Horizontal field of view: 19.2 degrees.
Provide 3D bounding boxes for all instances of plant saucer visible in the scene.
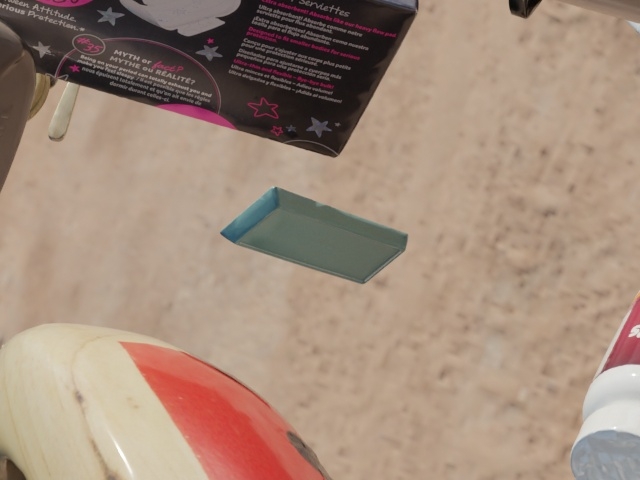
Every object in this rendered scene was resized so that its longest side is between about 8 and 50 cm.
[{"bbox_3d":[0.000,0.000,1.612,0.067,0.192,0.018,-40,58,24],"label":"plant saucer"}]

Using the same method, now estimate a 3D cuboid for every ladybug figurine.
[{"bbox_3d":[-0.056,0.222,1.015,0.305,0.162,0.449,98,151,-43],"label":"ladybug figurine"}]

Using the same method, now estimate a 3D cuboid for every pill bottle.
[{"bbox_3d":[0.306,0.137,1.696,0.121,0.121,0.221,-34,14,43],"label":"pill bottle"}]

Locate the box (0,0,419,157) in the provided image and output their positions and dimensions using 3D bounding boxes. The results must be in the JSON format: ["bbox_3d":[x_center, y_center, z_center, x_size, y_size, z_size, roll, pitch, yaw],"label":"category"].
[{"bbox_3d":[-0.075,-0.182,1.146,0.142,0.247,0.163,122,159,-47],"label":"box"}]

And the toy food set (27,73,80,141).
[{"bbox_3d":[-0.318,-0.152,1.806,0.038,0.192,0.132,101,-175,-60],"label":"toy food set"}]

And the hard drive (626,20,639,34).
[{"bbox_3d":[0.498,-0.163,2.019,0.353,0.233,0.047,-119,42,-53],"label":"hard drive"}]

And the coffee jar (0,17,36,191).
[{"bbox_3d":[-0.178,-0.063,0.688,0.184,0.079,0.096,29,102,47],"label":"coffee jar"}]

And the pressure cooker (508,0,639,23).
[{"bbox_3d":[0.244,-0.347,1.381,0.420,0.375,0.370,17,89,17],"label":"pressure cooker"}]

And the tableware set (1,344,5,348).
[{"bbox_3d":[-0.235,0.085,1.283,0.128,0.194,0.039,1,85,29],"label":"tableware set"}]
